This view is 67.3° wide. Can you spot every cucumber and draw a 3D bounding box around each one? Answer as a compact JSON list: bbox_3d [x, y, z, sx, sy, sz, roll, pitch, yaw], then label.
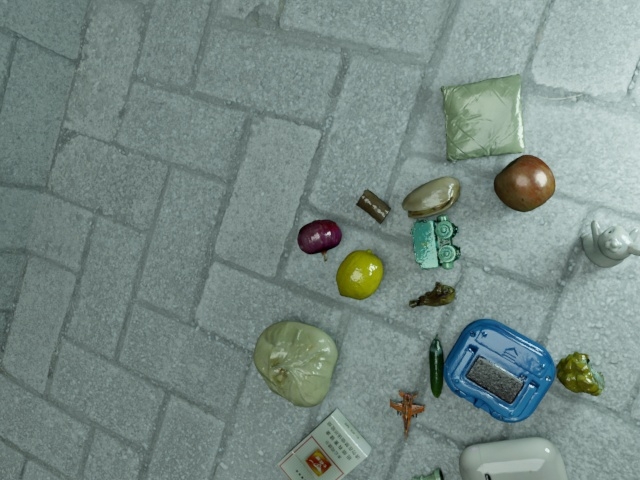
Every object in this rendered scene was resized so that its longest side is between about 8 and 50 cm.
[{"bbox_3d":[0.435,0.473,1.809,0.056,0.056,0.249,-2,91,18],"label":"cucumber"}]

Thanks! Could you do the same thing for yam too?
[{"bbox_3d":[0.208,-0.132,1.864,0.127,0.084,0.084,38,101,10],"label":"yam"}]

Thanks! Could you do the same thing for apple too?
[{"bbox_3d":[0.701,-0.193,1.651,0.188,0.188,0.173,-38,90,14],"label":"apple"}]

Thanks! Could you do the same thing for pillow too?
[{"bbox_3d":[0.587,-0.440,1.743,0.275,0.076,0.280,-5,95,20],"label":"pillow"}]

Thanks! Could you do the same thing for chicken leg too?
[{"bbox_3d":[0.417,0.211,1.812,0.178,0.070,0.093,-24,77,26],"label":"chicken leg"}]

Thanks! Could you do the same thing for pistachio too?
[{"bbox_3d":[0.412,-0.157,1.776,0.223,0.126,0.152,-31,39,14],"label":"pistachio"}]

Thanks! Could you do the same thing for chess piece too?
[{"bbox_3d":[0.394,0.913,1.831,0.149,0.059,0.059,-24,83,24],"label":"chess piece"}]

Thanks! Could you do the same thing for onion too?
[{"bbox_3d":[-0.003,-0.010,1.879,0.178,0.177,0.153,-24,57,17],"label":"onion"}]

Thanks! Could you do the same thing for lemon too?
[{"bbox_3d":[0.151,0.131,1.836,0.181,0.180,0.193,22,68,16],"label":"lemon"}]

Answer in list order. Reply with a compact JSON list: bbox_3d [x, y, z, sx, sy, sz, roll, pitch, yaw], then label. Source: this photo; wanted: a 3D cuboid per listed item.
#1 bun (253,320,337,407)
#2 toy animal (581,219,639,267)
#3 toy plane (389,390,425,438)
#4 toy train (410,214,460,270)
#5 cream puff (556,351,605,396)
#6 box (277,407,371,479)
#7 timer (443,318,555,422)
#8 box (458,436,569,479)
[{"bbox_3d":[-0.104,0.489,1.899,0.362,0.213,0.360,1,93,19],"label":"bun"},{"bbox_3d":[0.941,0.003,1.538,0.141,0.282,0.138,6,77,15],"label":"toy animal"},{"bbox_3d":[0.332,0.667,1.847,0.135,0.062,0.188,2,105,18],"label":"toy plane"},{"bbox_3d":[0.427,0.011,1.781,0.163,0.112,0.203,-8,86,25],"label":"toy train"},{"bbox_3d":[0.873,0.461,1.628,0.156,0.121,0.156,27,142,24],"label":"cream puff"},{"bbox_3d":[0.014,0.866,1.928,0.330,0.095,0.210,-46,77,14],"label":"box"},{"bbox_3d":[0.632,0.466,1.717,0.340,0.115,0.308,30,102,15],"label":"timer"},{"bbox_3d":[0.682,0.850,1.688,0.350,0.141,0.288,-16,87,17],"label":"box"}]
